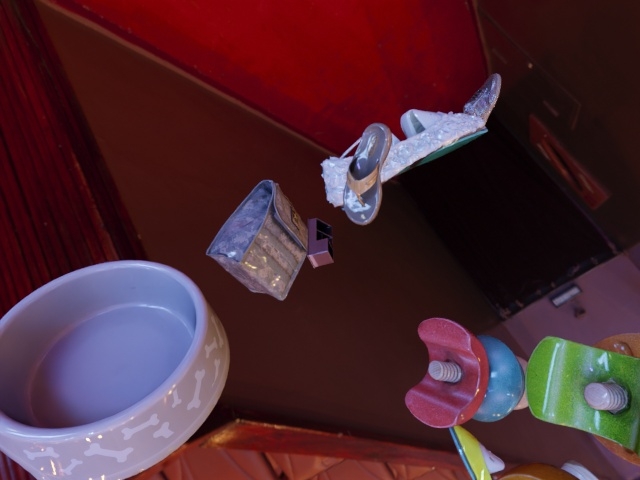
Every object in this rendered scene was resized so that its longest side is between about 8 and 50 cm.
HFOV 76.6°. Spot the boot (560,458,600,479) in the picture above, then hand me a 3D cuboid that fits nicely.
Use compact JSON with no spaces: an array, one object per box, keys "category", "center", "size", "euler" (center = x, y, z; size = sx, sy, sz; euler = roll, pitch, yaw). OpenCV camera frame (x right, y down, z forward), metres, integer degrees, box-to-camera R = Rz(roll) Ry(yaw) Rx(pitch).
[{"category":"boot","center":[0.457,0.509,0.670],"size":[0.165,0.213,0.077],"euler":[-34,148,-15]}]

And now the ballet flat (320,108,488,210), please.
[{"category":"ballet flat","center":[0.182,-0.210,0.890],"size":[0.409,0.146,0.147],"euler":[-29,160,-11]}]

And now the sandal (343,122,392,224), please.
[{"category":"sandal","center":[0.076,-0.117,0.702],"size":[0.049,0.072,0.179],"euler":[-4,109,-63]}]

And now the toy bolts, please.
[{"category":"toy bolts","center":[0.205,0.174,0.371],"size":[0.159,0.218,0.229],"euler":[18,176,-32]}]

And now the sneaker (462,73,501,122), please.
[{"category":"sneaker","center":[0.456,-0.391,1.173],"size":[0.071,0.066,0.188],"euler":[12,112,-8]}]

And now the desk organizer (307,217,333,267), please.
[{"category":"desk organizer","center":[0.000,0.000,0.982],"size":[0.050,0.130,0.047],"euler":[-15,133,13]}]

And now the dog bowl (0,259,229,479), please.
[{"category":"dog bowl","center":[-0.319,0.167,0.610],"size":[0.349,0.349,0.102],"euler":[-22,136,-26]}]

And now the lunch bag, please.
[{"category":"lunch bag","center":[-0.150,-0.006,1.198],"size":[0.286,0.169,0.235],"euler":[-63,142,-23]}]

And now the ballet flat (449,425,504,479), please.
[{"category":"ballet flat","center":[0.325,0.463,0.776],"size":[0.078,0.230,0.077],"euler":[-20,151,8]}]
